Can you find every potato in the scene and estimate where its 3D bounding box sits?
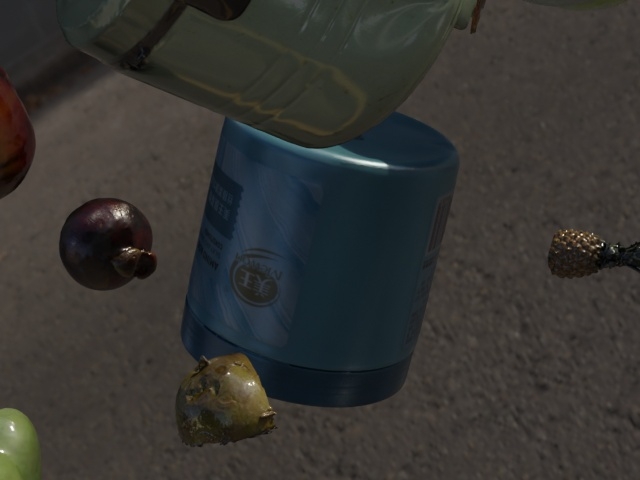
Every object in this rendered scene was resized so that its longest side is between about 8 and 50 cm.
[{"bbox_3d":[-0.117,0.159,1.427,0.100,0.089,0.172,-16,13,-12],"label":"potato"}]

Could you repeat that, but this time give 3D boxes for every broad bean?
[{"bbox_3d":[-0.291,0.258,1.180,0.100,0.169,0.228,-11,50,-12],"label":"broad bean"}]

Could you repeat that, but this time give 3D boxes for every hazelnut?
[{"bbox_3d":[-0.472,-0.141,1.599,0.217,0.251,0.217,-57,2,4],"label":"hazelnut"}]

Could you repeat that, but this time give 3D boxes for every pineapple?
[{"bbox_3d":[0.307,0.020,1.392,0.124,0.058,0.058,9,45,25],"label":"pineapple"}]

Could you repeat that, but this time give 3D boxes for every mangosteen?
[{"bbox_3d":[-0.320,0.010,2.006,0.152,0.152,0.152,-24,29,14],"label":"mangosteen"}]

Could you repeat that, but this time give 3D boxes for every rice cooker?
[{"bbox_3d":[-0.042,-0.187,0.798,0.226,0.244,0.226,-43,37,45],"label":"rice cooker"}]

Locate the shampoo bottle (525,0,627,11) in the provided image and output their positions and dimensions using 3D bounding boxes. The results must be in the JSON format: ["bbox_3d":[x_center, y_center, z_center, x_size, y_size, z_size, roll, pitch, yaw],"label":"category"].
[{"bbox_3d":[0.331,-0.478,1.750,0.322,0.317,0.322,-11,68,29],"label":"shampoo bottle"}]

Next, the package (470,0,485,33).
[{"bbox_3d":[0.174,-0.314,1.494,0.031,0.108,0.120,-4,64,3],"label":"package"}]

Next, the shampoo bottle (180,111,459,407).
[{"bbox_3d":[0.000,0.000,1.796,0.331,0.342,0.331,12,20,-5],"label":"shampoo bottle"}]
